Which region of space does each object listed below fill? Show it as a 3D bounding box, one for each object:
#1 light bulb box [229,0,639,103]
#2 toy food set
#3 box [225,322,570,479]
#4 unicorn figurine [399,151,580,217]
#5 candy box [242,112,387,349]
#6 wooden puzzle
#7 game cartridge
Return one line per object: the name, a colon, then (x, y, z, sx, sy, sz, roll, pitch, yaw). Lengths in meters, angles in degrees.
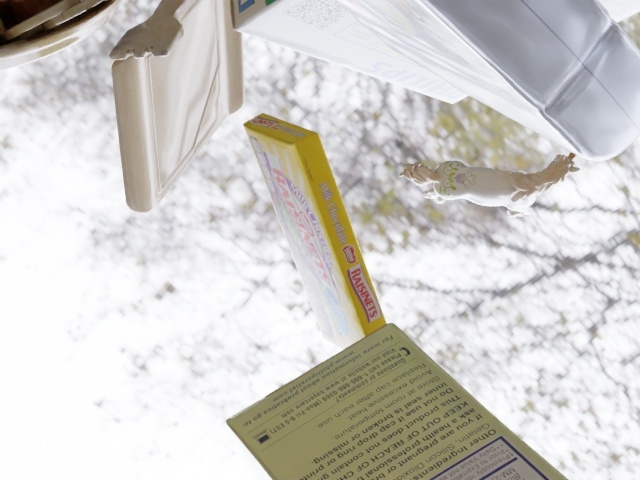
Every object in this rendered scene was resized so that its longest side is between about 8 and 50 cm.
light bulb box: (0.143, -0.341, 1.673, 0.361, 0.358, 0.225, -24, -117, 42)
toy food set: (-0.150, -0.112, 0.734, 0.192, 0.039, 0.132, -5, -151, 14)
box: (0.078, 0.200, 0.872, 0.117, 0.214, 0.243, -30, -148, -12)
unicorn figurine: (0.154, -0.051, 1.386, 0.161, 0.111, 0.060, -8, -95, -3)
candy box: (0.000, 0.000, 1.291, 0.027, 0.206, 0.105, -28, -158, -20)
wooden puzzle: (-0.164, -0.179, 1.840, 0.044, 0.221, 0.239, 19, -136, 21)
game cartridge: (0.007, -0.141, 0.651, 0.060, 0.294, 0.196, -55, -148, -1)
